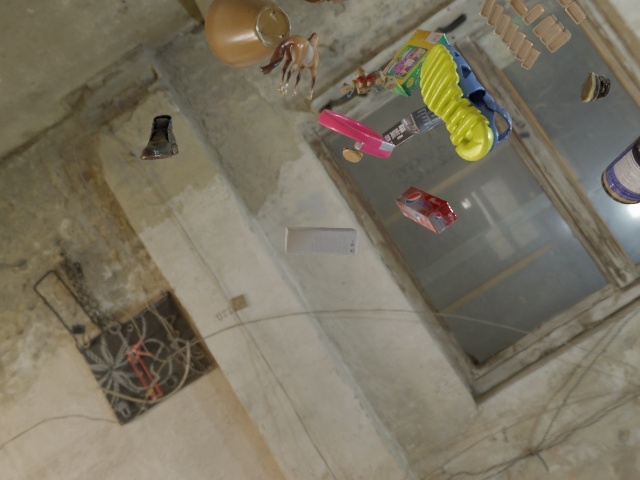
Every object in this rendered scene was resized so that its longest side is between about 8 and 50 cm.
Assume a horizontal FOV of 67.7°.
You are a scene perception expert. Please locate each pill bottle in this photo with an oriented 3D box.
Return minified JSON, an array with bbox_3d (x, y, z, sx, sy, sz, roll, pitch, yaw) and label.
[{"bbox_3d":[0.768,-0.182,1.107,0.122,0.123,0.219,-32,161,-13],"label":"pill bottle"}]

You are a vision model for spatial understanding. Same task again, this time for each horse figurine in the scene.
[{"bbox_3d":[-0.058,-0.459,1.224,0.263,0.066,0.175,-26,133,-65],"label":"horse figurine"}]

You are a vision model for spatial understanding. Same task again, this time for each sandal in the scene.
[{"bbox_3d":[0.343,-0.328,1.123,0.138,0.318,0.126,-10,160,-26],"label":"sandal"}]

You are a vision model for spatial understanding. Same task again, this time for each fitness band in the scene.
[{"bbox_3d":[0.120,-0.345,1.545,0.290,0.209,0.054,7,119,-47],"label":"fitness band"}]

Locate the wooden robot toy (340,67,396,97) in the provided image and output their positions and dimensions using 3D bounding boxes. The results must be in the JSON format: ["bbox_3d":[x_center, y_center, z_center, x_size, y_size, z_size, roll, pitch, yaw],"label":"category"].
[{"bbox_3d":[0.135,-0.485,1.412,0.173,0.079,0.076,-10,163,-5],"label":"wooden robot toy"}]

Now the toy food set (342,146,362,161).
[{"bbox_3d":[0.130,-0.353,1.967,0.020,0.082,0.083,-65,-174,-21],"label":"toy food set"}]

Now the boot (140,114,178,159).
[{"bbox_3d":[-0.420,-0.266,1.222,0.082,0.106,0.219,-5,-164,-5],"label":"boot"}]

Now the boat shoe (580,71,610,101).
[{"bbox_3d":[0.560,-0.311,0.964,0.152,0.049,0.056,-48,151,-51],"label":"boat shoe"}]

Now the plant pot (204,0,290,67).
[{"bbox_3d":[-0.204,-0.657,1.486,0.237,0.237,0.254,-31,-146,-20],"label":"plant pot"}]

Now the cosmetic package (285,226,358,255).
[{"bbox_3d":[0.000,0.000,1.572,0.230,0.086,0.117,3,-173,-7],"label":"cosmetic package"}]

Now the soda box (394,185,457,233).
[{"bbox_3d":[0.377,-0.115,1.729,0.092,0.083,0.263,-39,-155,-2],"label":"soda box"}]

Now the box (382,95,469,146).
[{"bbox_3d":[0.416,-0.462,1.794,0.307,0.077,0.242,-28,-177,-18],"label":"box"}]

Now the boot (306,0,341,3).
[{"bbox_3d":[0.010,-0.794,1.503,0.220,0.283,0.109,7,123,-42],"label":"boot"}]

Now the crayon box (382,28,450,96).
[{"bbox_3d":[0.397,-0.758,2.031,0.278,0.165,0.081,-50,133,1],"label":"crayon box"}]

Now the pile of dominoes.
[{"bbox_3d":[0.579,-0.628,1.317,0.196,0.251,0.040,-37,-168,43],"label":"pile of dominoes"}]
